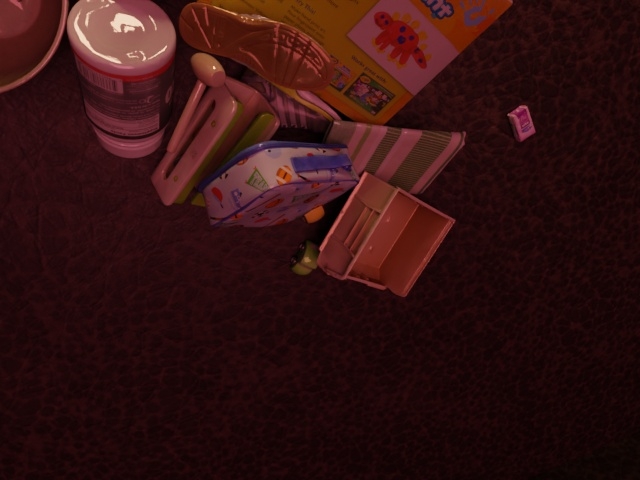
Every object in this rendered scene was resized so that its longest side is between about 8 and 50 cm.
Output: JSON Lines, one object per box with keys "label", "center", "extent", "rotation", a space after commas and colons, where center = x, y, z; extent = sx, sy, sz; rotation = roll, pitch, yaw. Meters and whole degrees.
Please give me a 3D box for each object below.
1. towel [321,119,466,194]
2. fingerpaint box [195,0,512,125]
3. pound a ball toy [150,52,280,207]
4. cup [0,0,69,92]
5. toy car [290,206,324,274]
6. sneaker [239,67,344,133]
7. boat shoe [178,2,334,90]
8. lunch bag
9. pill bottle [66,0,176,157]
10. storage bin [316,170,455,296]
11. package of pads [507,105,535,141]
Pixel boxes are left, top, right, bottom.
{"label": "towel", "center": [0.146, -0.189, 1.123], "extent": [0.324, 0.038, 0.248], "rotation": [2, 154, -17]}
{"label": "fingerpaint box", "center": [0.054, -0.471, 0.893], "extent": [0.444, 0.163, 0.371], "rotation": [27, 136, -25]}
{"label": "pound a ball toy", "center": [-0.237, -0.217, 0.951], "extent": [0.208, 0.136, 0.319], "rotation": [6, 134, -51]}
{"label": "cup", "center": [-0.569, -0.414, 0.771], "extent": [0.331, 0.237, 0.331], "rotation": [-7, 114, -15]}
{"label": "toy car", "center": [0.000, 0.000, 1.226], "extent": [0.239, 0.053, 0.225], "rotation": [25, 103, -25]}
{"label": "sneaker", "center": [-0.055, -0.289, 1.070], "extent": [0.300, 0.111, 0.121], "rotation": [33, 110, -21]}
{"label": "boat shoe", "center": [-0.104, -0.352, 0.856], "extent": [0.277, 0.096, 0.098], "rotation": [21, 116, -7]}
{"label": "lunch bag", "center": [-0.071, -0.117, 0.966], "extent": [0.303, 0.243, 0.115], "rotation": [-14, 80, -49]}
{"label": "pill bottle", "center": [-0.348, -0.280, 0.865], "extent": [0.161, 0.283, 0.161], "rotation": [7, 67, -16]}
{"label": "storage bin", "center": [0.159, -0.001, 1.188], "extent": [0.262, 0.123, 0.260], "rotation": [19, 106, -46]}
{"label": "package of pads", "center": [0.534, -0.309, 1.271], "extent": [0.050, 0.032, 0.083], "rotation": [-34, 118, -4]}
